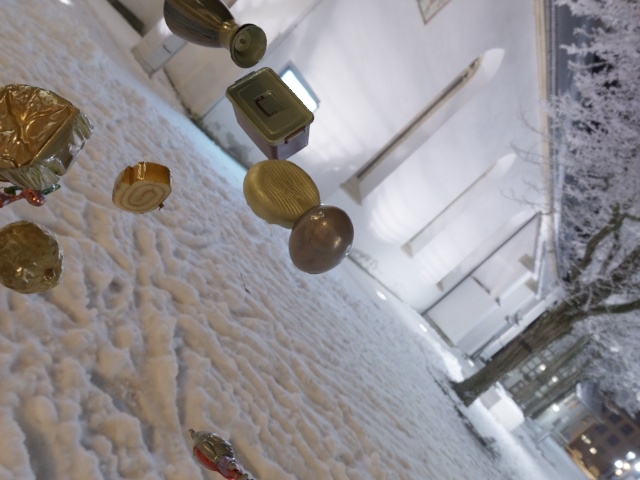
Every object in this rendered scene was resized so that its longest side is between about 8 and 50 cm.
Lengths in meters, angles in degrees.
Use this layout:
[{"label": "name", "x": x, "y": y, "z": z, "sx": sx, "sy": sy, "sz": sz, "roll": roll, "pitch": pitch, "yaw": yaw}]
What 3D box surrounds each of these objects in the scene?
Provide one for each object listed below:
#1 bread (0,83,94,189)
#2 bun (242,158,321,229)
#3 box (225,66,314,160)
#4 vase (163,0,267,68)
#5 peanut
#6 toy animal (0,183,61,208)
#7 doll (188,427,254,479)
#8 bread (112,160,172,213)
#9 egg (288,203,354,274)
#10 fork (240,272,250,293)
[{"label": "bread", "x": -0.611, "y": -0.214, "z": 0.949, "sx": 0.192, "sy": 0.210, "sz": 0.110, "roll": 18, "pitch": -28, "yaw": 0}, {"label": "bun", "x": -0.108, "y": -0.112, "z": 1.201, "sx": 0.222, "sy": 0.127, "sz": 0.222, "roll": 21, "pitch": 52, "yaw": -30}, {"label": "box", "x": -0.168, "y": -0.409, "z": 1.531, "sx": 0.294, "sy": 0.193, "sz": 0.167, "roll": 50, "pitch": -17, "yaw": 17}, {"label": "vase", "x": -0.300, "y": -0.623, "z": 1.323, "sx": 0.321, "sy": 0.173, "sz": 0.173, "roll": 38, "pitch": 2, "yaw": 27}, {"label": "peanut", "x": -0.614, "y": 0.038, "z": 0.959, "sx": 0.109, "sy": 0.140, "sz": 0.159, "roll": -9, "pitch": -56, "yaw": 50}, {"label": "toy animal", "x": -0.930, "y": -0.151, "z": 1.422, "sx": 0.103, "sy": 0.208, "sz": 0.100, "roll": -123, "pitch": -160, "yaw": -46}, {"label": "doll", "x": -0.244, "y": 0.505, "z": 1.072, "sx": 0.227, "sy": 0.075, "sz": 0.102, "roll": 18, "pitch": -37, "yaw": 41}, {"label": "bread", "x": -0.431, "y": -0.123, "z": 1.093, "sx": 0.122, "sy": 0.149, "sz": 0.073, "roll": 17, "pitch": 48, "yaw": -41}, {"label": "egg", "x": 0.000, "y": 0.000, "z": 1.079, "sx": 0.146, "sy": 0.199, "sz": 0.146, "roll": 17, "pitch": 43, "yaw": -16}, {"label": "fork", "x": -0.272, "y": 0.153, "z": 1.620, "sx": 0.115, "sy": 0.012, "sz": 0.016, "roll": -127, "pitch": -146, "yaw": -46}]
